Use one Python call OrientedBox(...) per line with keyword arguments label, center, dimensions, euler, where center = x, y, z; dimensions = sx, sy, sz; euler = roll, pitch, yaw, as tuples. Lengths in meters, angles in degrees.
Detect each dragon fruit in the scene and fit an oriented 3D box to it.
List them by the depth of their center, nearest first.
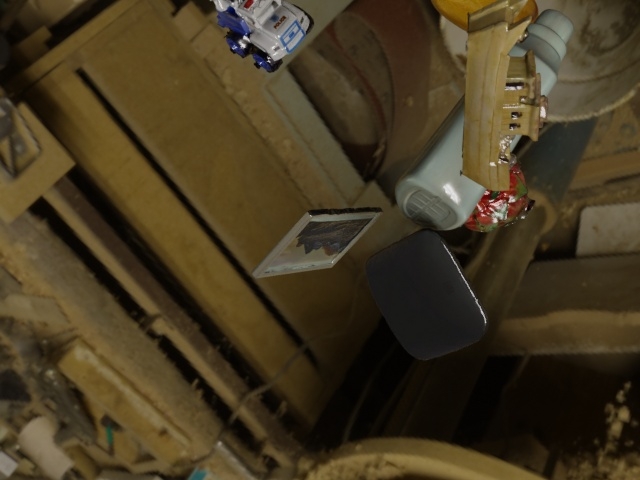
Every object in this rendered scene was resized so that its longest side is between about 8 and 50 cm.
OrientedBox(label="dragon fruit", center=(0.339, -0.099, 1.687), dimensions=(0.182, 0.182, 0.188), euler=(-3, 127, 39))

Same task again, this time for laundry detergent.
OrientedBox(label="laundry detergent", center=(0.282, -0.207, 1.381), dimensions=(0.125, 0.398, 0.264), euler=(35, 171, 2))

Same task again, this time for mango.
OrientedBox(label="mango", center=(0.321, -0.462, 1.642), dimensions=(0.219, 0.145, 0.112), euler=(20, 117, 1))

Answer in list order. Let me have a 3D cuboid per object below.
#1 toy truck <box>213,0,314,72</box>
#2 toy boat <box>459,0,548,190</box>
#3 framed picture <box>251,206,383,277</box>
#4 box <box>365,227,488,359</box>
OrientedBox(label="toy truck", center=(-0.137, -0.497, 1.843), dimensions=(0.213, 0.161, 0.177), euler=(34, 170, 31))
OrientedBox(label="toy boat", center=(0.157, -0.117, 0.704), dimensions=(0.072, 0.064, 0.206), euler=(3, 147, 9))
OrientedBox(label="framed picture", center=(0.000, 0.001, 1.687), dimensions=(0.192, 0.265, 0.018), euler=(-48, 66, 29))
OrientedBox(label="box", center=(0.178, 0.094, 1.399), dimensions=(0.201, 0.042, 0.212), euler=(-30, 92, 46))
